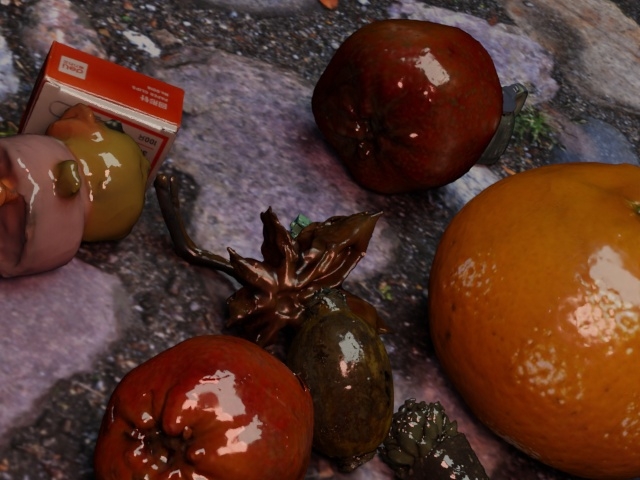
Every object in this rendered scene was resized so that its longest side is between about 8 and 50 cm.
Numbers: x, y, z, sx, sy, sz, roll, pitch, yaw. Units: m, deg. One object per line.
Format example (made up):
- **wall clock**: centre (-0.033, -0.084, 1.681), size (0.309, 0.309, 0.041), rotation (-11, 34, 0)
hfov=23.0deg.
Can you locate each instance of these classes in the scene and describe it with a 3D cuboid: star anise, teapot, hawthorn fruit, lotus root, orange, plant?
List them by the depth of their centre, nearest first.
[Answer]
- **hawthorn fruit**: centre (-0.096, 0.193, 1.620), size (0.211, 0.211, 0.299), rotation (41, 26, 12)
- **lotus root**: centre (0.021, 0.155, 1.776), size (0.120, 0.120, 0.210), rotation (-9, 87, -42)
- **plant**: centre (0.131, 0.249, 1.808), size (0.143, 0.092, 0.094), rotation (49, 45, 10)
- **star anise**: centre (-0.055, 0.026, 1.882), size (0.346, 0.148, 0.237), rotation (31, 78, -2)
- **orange**: centre (0.341, 0.086, 1.952), size (0.424, 0.326, 0.424), rotation (21, 35, -16)
- **hawthorn fruit**: centre (0.137, -0.200, 2.220), size (0.254, 0.254, 0.300), rotation (38, 33, 9)
- **teapot**: centre (0.264, -0.184, 2.406), size (0.149, 0.108, 0.111), rotation (6, 45, -31)

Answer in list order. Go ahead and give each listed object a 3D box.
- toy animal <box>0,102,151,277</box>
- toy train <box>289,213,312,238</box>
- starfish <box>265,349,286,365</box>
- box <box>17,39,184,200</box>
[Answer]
- **toy animal**: centre (-0.299, -0.058, 1.802), size (0.281, 0.195, 0.169), rotation (-30, 107, -47)
- **toy train**: centre (0.000, 0.000, 2.062), size (0.092, 0.029, 0.045), rotation (31, 19, -7)
- **starfish**: centre (-0.082, 0.146, 1.766), size (0.133, 0.130, 0.041), rotation (11, 78, -19)
- **box**: centre (-0.271, -0.144, 1.940), size (0.182, 0.133, 0.099), rotation (21, 38, -17)
